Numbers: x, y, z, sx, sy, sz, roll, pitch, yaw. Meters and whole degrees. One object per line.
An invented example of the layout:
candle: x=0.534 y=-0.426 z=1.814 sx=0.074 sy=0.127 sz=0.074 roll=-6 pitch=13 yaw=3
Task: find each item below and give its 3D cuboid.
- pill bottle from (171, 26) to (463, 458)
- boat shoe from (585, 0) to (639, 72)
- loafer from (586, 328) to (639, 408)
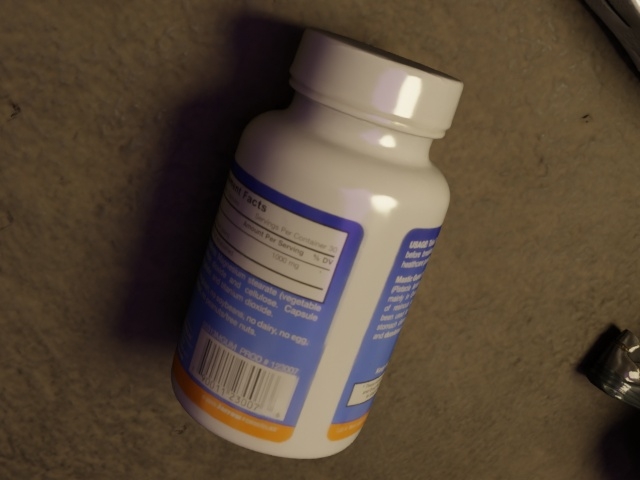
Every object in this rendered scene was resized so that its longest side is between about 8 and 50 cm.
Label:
pill bottle: x=0.000 y=0.000 z=0.558 sx=0.152 sy=0.152 sz=0.272 roll=14 pitch=107 yaw=-20
boat shoe: x=0.298 y=-0.165 z=0.586 sx=0.119 sy=0.121 sz=0.335 roll=-44 pitch=113 yaw=10
loafer: x=0.338 y=0.138 z=0.755 sx=0.170 sy=0.062 sz=0.061 roll=22 pitch=100 yaw=-23
